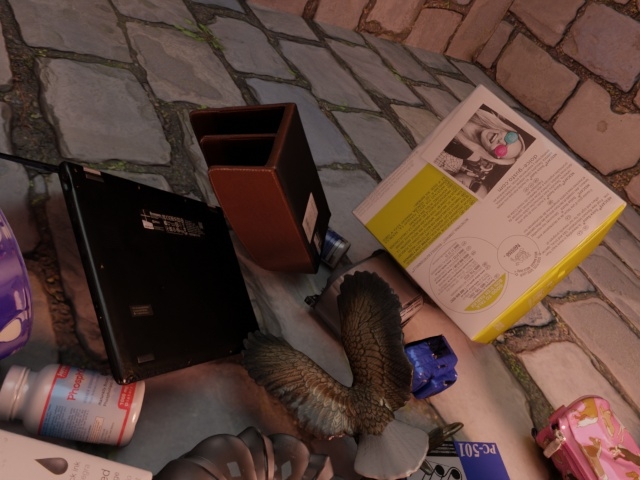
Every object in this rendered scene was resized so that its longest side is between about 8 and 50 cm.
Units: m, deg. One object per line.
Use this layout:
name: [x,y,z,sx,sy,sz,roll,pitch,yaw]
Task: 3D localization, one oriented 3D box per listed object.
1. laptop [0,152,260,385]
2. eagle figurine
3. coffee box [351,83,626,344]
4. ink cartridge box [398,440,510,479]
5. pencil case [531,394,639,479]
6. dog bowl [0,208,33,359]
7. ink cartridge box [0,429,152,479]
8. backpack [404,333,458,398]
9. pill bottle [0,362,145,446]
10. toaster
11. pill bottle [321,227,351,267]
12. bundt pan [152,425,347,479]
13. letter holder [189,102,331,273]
laptop: [-0.316,0.018,0.802,0.408,0.236,0.382,70,15,10]
eagle figurine: [0.042,0.215,0.801,0.226,0.225,0.298,-19,78,-55]
coffee box: [0.328,-0.024,1.073,0.334,0.338,0.337,49,8,23]
ink cartridge box: [0.209,0.377,0.862,0.207,0.046,0.097,12,41,-23]
pencil case: [0.511,0.459,0.880,0.167,0.160,0.386,-15,50,-8]
dog bowl: [-0.459,0.036,0.626,0.265,0.265,0.104,42,36,16]
ink cartridge box: [-0.340,0.294,0.475,0.307,0.129,0.223,27,36,-21]
backpack: [0.183,0.233,0.973,0.120,0.098,0.101,-3,51,-38]
pill bottle: [-0.312,0.205,0.675,0.160,0.087,0.087,16,38,-18]
toaster: [0.092,0.120,1.021,0.146,0.129,0.227,47,38,18]
pill bottle: [0.000,0.000,1.150,0.120,0.067,0.067,35,36,7]
bundt pan: [-0.072,0.366,0.620,0.330,0.124,0.331,18,38,-15]
letter holder: [-0.124,-0.084,0.984,0.214,0.302,0.152,2,55,16]
